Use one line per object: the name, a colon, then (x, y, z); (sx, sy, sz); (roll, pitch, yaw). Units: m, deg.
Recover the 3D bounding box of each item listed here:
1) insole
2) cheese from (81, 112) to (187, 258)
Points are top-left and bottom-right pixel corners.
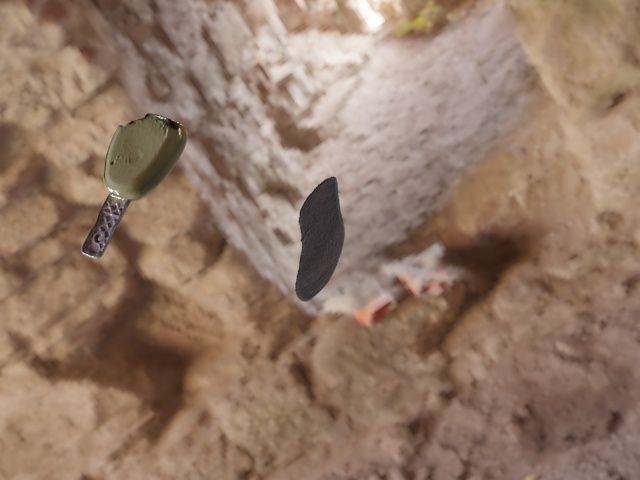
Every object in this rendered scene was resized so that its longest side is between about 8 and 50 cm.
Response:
insole: (0.000, 0.000, 1.492); (0.080, 0.003, 0.232); (-43, -21, -21)
cheese: (-0.315, -0.088, 2.242); (0.127, 0.050, 0.255); (20, 75, 28)
